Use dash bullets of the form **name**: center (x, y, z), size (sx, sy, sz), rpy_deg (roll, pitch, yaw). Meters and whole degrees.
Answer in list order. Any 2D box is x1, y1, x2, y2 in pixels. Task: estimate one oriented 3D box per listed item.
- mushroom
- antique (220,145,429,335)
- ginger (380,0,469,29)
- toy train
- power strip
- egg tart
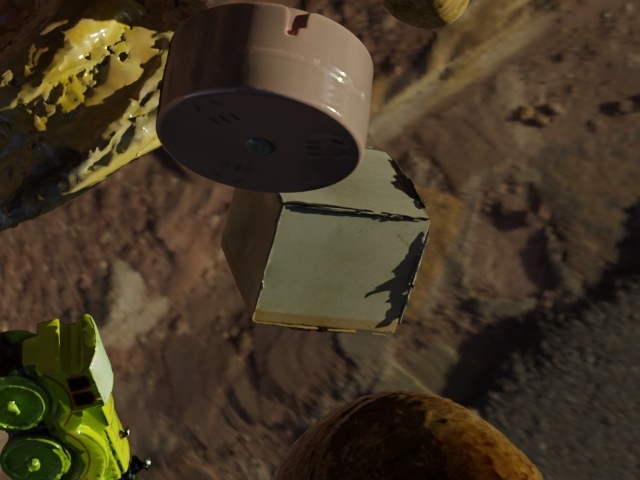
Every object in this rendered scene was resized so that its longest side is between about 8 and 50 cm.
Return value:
- **mushroom**: center (0.132, 0.258, 1.488), size (0.356, 0.334, 0.331), rpy_deg (-43, 138, -16)
- **antique**: center (0.000, 0.000, 1.563), size (0.147, 0.152, 0.148), rpy_deg (8, 117, -20)
- **ginger**: center (0.058, -0.325, 1.556), size (0.270, 0.123, 0.218), rpy_deg (40, 58, -56)
- **toy train**: center (-0.136, 0.146, 0.990), size (0.085, 0.053, 0.249), rpy_deg (-9, 133, 1)
- **power strip**: center (-0.040, -0.097, 1.230), size (0.154, 0.154, 0.078), rpy_deg (14, 63, -15)
- **egg tart**: center (-0.270, -0.151, 1.646), size (0.352, 0.352, 0.150), rpy_deg (-40, 123, -7)
